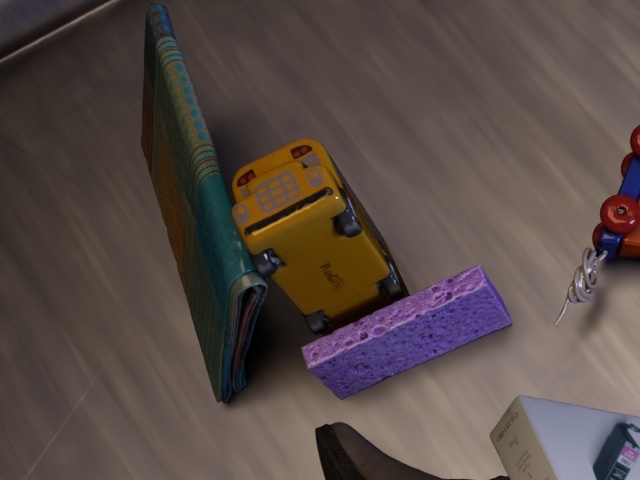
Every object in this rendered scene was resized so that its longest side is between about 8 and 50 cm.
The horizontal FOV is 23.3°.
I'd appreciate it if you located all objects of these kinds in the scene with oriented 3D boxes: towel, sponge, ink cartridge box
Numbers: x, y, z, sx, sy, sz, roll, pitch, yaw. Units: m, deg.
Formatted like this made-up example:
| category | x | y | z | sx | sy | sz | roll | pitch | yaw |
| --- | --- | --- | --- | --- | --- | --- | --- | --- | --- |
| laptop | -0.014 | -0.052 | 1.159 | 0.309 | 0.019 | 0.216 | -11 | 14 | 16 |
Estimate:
| category | x | y | z | sx | sy | sz | roll | pitch | yaw |
| --- | --- | --- | --- | --- | --- | --- | --- | --- | --- |
| towel | -0.137 | -0.040 | 1.710 | 0.040 | 0.271 | 0.370 | -11 | 61 | -15 |
| sponge | 0.093 | 0.099 | 1.649 | 0.210 | 0.117 | 0.031 | -25 | 61 | 7 |
| ink cartridge box | 0.311 | 0.262 | 1.404 | 0.060 | 0.275 | 0.239 | -59 | 34 | 29 |

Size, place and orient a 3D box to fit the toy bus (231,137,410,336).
| category | x | y | z | sx | sy | sz | roll | pitch | yaw |
| --- | --- | --- | --- | --- | --- | --- | --- | --- | --- |
| toy bus | 0.000 | 0.000 | 1.599 | 0.108 | 0.332 | 0.130 | -25 | 63 | 6 |

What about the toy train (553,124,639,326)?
| category | x | y | z | sx | sy | sz | roll | pitch | yaw |
| --- | --- | --- | --- | --- | --- | --- | --- | --- | --- |
| toy train | 0.356 | 0.007 | 1.623 | 0.143 | 0.105 | 0.248 | 22 | 76 | 11 |

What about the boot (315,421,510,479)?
| category | x | y | z | sx | sy | sz | roll | pitch | yaw |
| --- | --- | --- | --- | --- | --- | --- | --- | --- | --- |
| boot | 0.157 | 0.264 | 1.569 | 0.223 | 0.118 | 0.338 | -28 | 44 | -18 |
